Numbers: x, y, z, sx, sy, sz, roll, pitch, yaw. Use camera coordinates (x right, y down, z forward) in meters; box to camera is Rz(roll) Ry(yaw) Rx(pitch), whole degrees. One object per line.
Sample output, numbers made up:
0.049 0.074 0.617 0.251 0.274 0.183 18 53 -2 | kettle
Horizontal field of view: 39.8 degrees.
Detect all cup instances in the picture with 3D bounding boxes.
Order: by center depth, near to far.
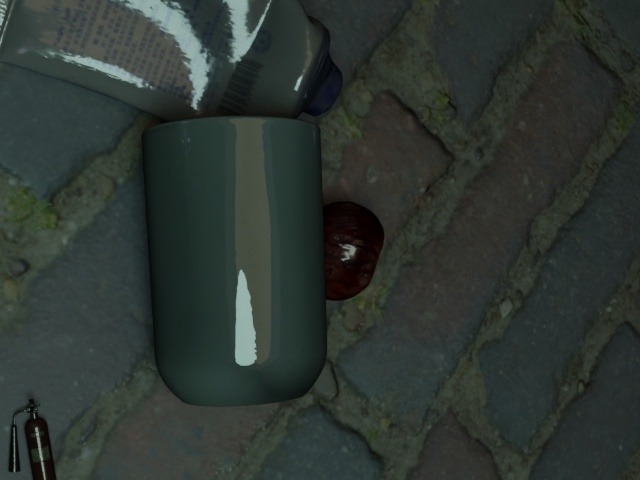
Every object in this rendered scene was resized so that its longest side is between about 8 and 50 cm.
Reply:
-0.096 0.024 1.013 0.205 0.205 0.312 -1 88 -28 | cup

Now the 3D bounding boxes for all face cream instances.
-0.167 -0.251 1.041 0.420 0.137 0.235 20 100 -22 | face cream

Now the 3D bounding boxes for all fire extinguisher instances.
-0.323 0.224 0.976 0.046 0.032 0.100 -10 90 6 | fire extinguisher

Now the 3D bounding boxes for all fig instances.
0.017 -0.001 1.120 0.128 0.128 0.150 -36 96 -25 | fig
